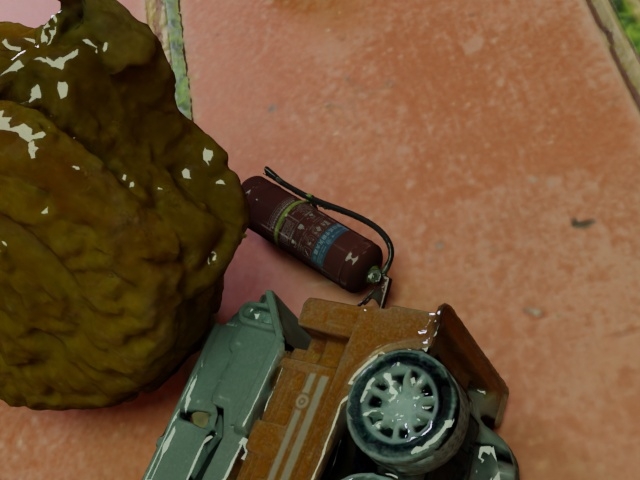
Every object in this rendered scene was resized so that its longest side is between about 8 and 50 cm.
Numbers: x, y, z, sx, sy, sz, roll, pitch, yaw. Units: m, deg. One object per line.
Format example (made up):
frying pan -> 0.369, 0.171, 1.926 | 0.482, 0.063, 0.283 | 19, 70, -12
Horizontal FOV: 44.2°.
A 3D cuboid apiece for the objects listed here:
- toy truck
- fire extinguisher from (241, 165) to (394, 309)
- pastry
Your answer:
toy truck -> -0.035, 0.193, 0.389 | 0.184, 0.133, 0.338 | 10, 66, 34
fire extinguisher -> 0.000, 0.000, 0.522 | 0.132, 0.039, 0.056 | 31, 87, 29
pastry -> -0.163, -0.002, 0.467 | 0.235, 0.240, 0.132 | -7, 40, 34
